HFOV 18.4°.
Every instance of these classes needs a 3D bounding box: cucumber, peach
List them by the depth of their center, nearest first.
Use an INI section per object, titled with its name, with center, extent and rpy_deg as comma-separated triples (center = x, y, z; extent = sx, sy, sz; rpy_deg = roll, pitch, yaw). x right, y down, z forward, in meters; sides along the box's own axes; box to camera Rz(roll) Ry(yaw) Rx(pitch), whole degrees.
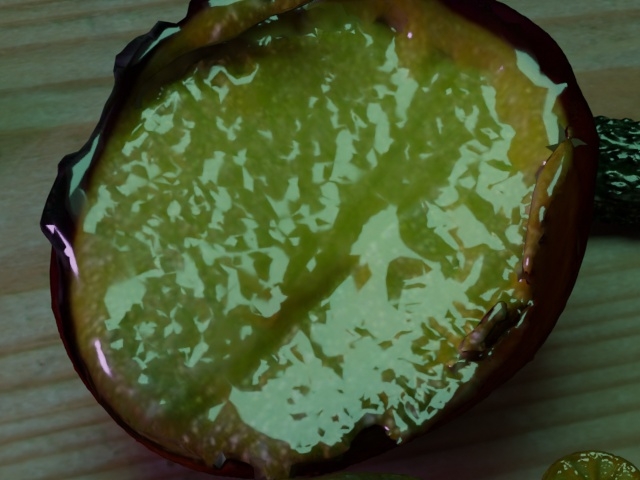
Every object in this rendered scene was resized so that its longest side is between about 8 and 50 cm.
[peach]
center = 0.000, 0.000, 1.397
extent = 0.339, 0.353, 0.416
rpy_deg = 44, 41, 15
[cucumber]
center = 0.317, -0.053, 1.633
extent = 0.359, 0.096, 0.096
rpy_deg = 5, 40, 8

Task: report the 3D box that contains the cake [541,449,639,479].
[cake]
center = 0.190, 0.188, 1.378
extent = 0.084, 0.044, 0.084
rpy_deg = -3, 40, 3

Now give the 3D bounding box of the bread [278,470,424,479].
[bread]
center = 0.025, 0.215, 1.243
extent = 0.260, 0.134, 0.129
rpy_deg = -1, 26, -18
